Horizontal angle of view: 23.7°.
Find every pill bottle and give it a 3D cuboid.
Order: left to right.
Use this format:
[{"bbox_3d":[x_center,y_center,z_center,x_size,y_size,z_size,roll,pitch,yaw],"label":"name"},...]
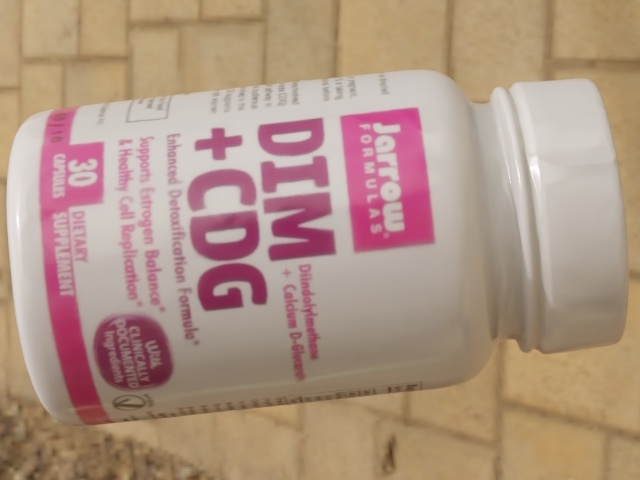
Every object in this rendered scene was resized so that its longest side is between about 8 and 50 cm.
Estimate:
[{"bbox_3d":[0.000,0.000,0.761,0.160,0.283,0.160,-6,-90,-89],"label":"pill bottle"}]
